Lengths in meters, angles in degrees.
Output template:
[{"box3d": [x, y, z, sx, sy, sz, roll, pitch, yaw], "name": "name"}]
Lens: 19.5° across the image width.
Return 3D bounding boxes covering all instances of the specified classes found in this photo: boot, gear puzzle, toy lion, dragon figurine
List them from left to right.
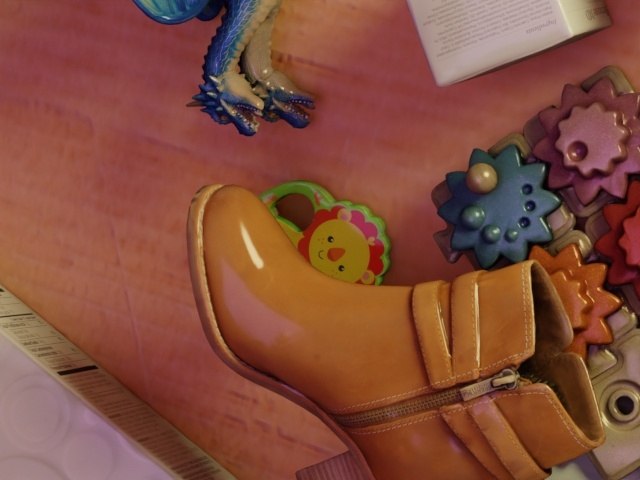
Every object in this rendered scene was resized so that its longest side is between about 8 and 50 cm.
[{"box3d": [-0.096, -0.204, 1.319, 0.289, 0.085, 0.144, 46, 114, 9], "name": "dragon figurine"}, {"box3d": [0.000, 0.000, 1.347, 0.096, 0.034, 0.100, -27, 88, 19], "name": "toy lion"}, {"box3d": [0.046, 0.057, 1.232, 0.220, 0.109, 0.283, -28, 82, 34], "name": "boot"}, {"box3d": [0.207, 0.063, 1.214, 0.175, 0.044, 0.339, -35, 75, 17], "name": "gear puzzle"}]

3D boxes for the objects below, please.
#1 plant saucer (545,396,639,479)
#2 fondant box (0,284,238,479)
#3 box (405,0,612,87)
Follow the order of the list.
[{"box3d": [0.154, 0.299, 1.294, 0.400, 0.100, 0.400, 5, 102, 23], "name": "plant saucer"}, {"box3d": [-0.247, 0.197, 1.438, 0.330, 0.096, 0.238, 38, 102, 15], "name": "fondant box"}, {"box3d": [0.121, -0.160, 1.220, 0.102, 0.101, 0.087, -18, 92, 26], "name": "box"}]
